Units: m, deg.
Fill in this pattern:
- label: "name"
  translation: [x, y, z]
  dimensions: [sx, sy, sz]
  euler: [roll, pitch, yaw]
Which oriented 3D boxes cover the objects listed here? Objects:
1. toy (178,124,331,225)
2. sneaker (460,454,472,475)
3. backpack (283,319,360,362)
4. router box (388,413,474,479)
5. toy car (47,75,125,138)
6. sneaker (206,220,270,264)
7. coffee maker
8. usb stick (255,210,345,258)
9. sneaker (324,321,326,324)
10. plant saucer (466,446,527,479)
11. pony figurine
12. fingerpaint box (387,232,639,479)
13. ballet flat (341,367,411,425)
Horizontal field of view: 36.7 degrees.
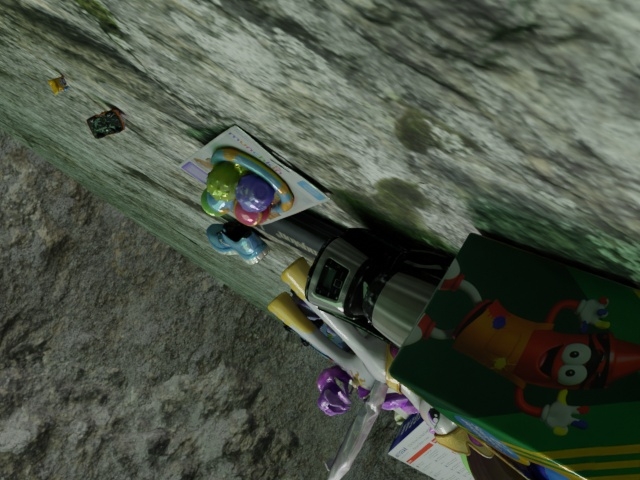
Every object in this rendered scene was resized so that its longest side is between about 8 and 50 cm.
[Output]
- label: "toy"
  translation: [-0.096, -0.056, 1.158]
  dimensions: [0.137, 0.056, 0.237]
  euler: [36, 164, -15]
- label: "sneaker"
  translation: [0.450, 0.407, 1.527]
  dimensions: [0.483, 0.185, 0.202]
  euler: [33, 176, 16]
- label: "backpack"
  translation: [0.036, 0.174, 1.855]
  dimensions: [0.173, 0.117, 0.158]
  euler: [29, 170, 24]
- label: "router box"
  translation: [0.339, 0.470, 2.137]
  dimensions: [0.301, 0.082, 0.335]
  euler: [28, 151, 1]
- label: "toy car"
  translation: [-0.330, -0.202, 1.396]
  dimensions: [0.122, 0.060, 0.040]
  euler: [51, -148, -12]
- label: "sneaker"
  translation: [-0.157, -0.013, 1.758]
  dimensions: [0.162, 0.063, 0.073]
  euler: [16, 144, 48]
- label: "coffee maker"
  translation: [0.092, 0.072, 1.092]
  dimensions: [0.178, 0.120, 0.171]
  euler: [28, 171, 28]
- label: "usb stick"
  translation: [0.000, 0.000, 1.259]
  dimensions: [0.278, 0.045, 0.077]
  euler: [28, 166, 32]
- label: "sneaker"
  translation: [0.097, 0.127, 1.596]
  dimensions: [0.186, 0.069, 0.084]
  euler: [20, -157, 5]
- label: "plant saucer"
  translation: [0.343, 0.318, 1.361]
  dimensions: [0.278, 0.041, 0.278]
  euler: [12, -149, -7]
- label: "pony figurine"
  translation: [0.083, 0.189, 1.408]
  dimensions: [0.363, 0.303, 0.351]
  euler: [48, 161, 7]
- label: "fingerpaint box"
  translation: [0.334, 0.209, 0.859]
  dimensions: [0.371, 0.163, 0.445]
  euler: [23, 167, 48]
- label: "ballet flat"
  translation: [0.200, 0.376, 2.301]
  dimensions: [0.400, 0.139, 0.139]
  euler: [41, 168, -29]
